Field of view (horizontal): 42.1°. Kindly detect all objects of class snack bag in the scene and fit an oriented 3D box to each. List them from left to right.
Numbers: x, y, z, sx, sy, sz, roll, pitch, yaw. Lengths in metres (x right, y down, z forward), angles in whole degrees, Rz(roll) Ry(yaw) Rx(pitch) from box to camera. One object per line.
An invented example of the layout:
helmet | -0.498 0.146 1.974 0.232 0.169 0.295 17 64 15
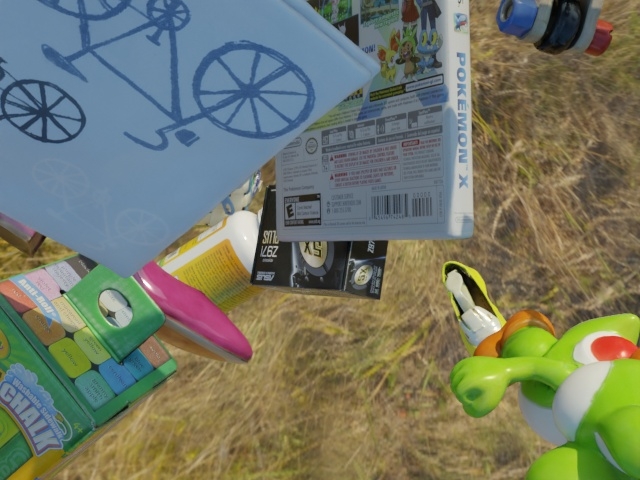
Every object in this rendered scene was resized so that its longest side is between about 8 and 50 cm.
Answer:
snack bag | -0.183 -0.117 0.632 0.323 0.037 0.342 31 129 -28

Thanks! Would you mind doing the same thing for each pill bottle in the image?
pill bottle | -0.145 0.036 1.382 0.245 0.136 0.136 -31 98 17

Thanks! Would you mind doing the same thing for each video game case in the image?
video game case | 0.044 -0.149 0.933 0.036 0.329 0.300 -1 90 -34

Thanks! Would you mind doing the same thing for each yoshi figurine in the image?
yoshi figurine | 0.236 0.191 0.799 0.203 0.362 0.203 -7 94 1

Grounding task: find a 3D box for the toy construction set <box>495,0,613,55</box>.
toy construction set | 0.307 -0.317 0.740 0.309 0.257 0.237 5 70 5

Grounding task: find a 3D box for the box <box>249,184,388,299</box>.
box | 0.000 0.000 1.136 0.180 0.077 0.147 2 79 43

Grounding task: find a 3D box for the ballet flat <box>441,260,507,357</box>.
ballet flat | 0.240 0.115 1.298 0.077 0.231 0.077 -35 128 15

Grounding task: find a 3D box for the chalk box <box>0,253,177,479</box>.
chalk box | -0.292 0.140 0.881 0.289 0.179 0.180 -42 86 20

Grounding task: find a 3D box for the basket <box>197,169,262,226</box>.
basket | -0.202 -0.166 1.488 0.201 0.289 0.255 1 127 -20

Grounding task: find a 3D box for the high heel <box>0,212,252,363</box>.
high heel | -0.216 -0.001 1.038 0.377 0.127 0.181 35 66 -9
